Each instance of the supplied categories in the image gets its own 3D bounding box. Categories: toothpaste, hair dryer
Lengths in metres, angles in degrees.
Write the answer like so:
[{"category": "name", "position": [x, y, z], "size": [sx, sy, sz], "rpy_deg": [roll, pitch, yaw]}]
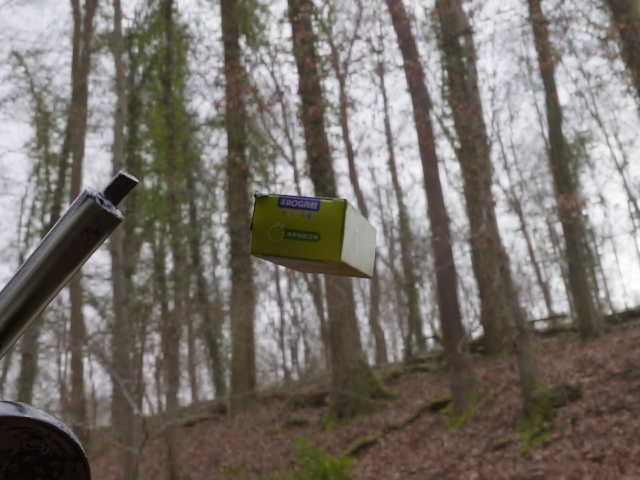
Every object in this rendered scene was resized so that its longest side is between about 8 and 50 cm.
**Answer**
[{"category": "toothpaste", "position": [0.000, 0.000, 1.220], "size": [0.110, 0.077, 0.327], "rpy_deg": [7, -4, 10]}, {"category": "hair dryer", "position": [-0.274, 0.076, 0.828], "size": [0.155, 0.320, 0.284], "rpy_deg": [21, -69, -34]}]
